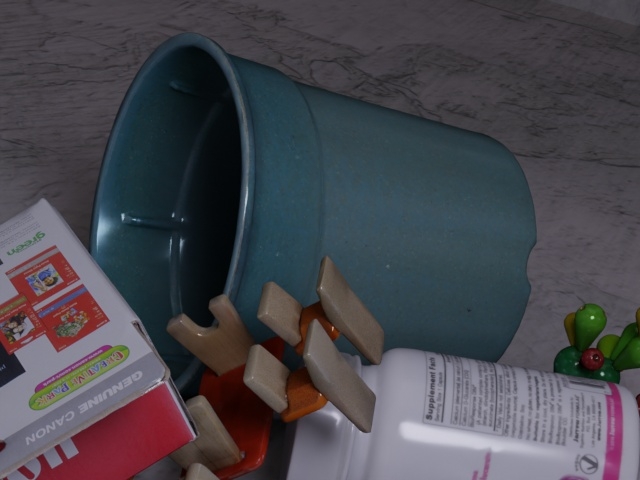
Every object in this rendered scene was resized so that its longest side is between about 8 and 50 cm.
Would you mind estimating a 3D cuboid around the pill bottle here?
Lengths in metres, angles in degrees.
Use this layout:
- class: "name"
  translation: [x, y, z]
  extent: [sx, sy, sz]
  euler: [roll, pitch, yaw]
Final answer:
- class: "pill bottle"
  translation: [0.114, 0.179, 1.598]
  extent: [0.283, 0.160, 0.160]
  euler: [10, 24, -3]

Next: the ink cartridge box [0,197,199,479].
- class: "ink cartridge box"
  translation: [-0.264, 0.148, 1.366]
  extent: [0.309, 0.130, 0.272]
  euler: [-31, 37, -10]

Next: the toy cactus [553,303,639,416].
- class: "toy cactus"
  translation: [0.251, 0.151, 1.759]
  extent: [0.180, 0.219, 0.112]
  euler: [-41, 63, -11]

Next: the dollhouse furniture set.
- class: "dollhouse furniture set"
  translation: [-0.077, 0.172, 1.473]
  extent: [0.262, 0.135, 0.259]
  euler: [-25, 31, 25]

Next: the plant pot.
- class: "plant pot"
  translation: [0.000, 0.000, 1.778]
  extent: [0.334, 0.341, 0.341]
  euler: [8, 23, -27]
